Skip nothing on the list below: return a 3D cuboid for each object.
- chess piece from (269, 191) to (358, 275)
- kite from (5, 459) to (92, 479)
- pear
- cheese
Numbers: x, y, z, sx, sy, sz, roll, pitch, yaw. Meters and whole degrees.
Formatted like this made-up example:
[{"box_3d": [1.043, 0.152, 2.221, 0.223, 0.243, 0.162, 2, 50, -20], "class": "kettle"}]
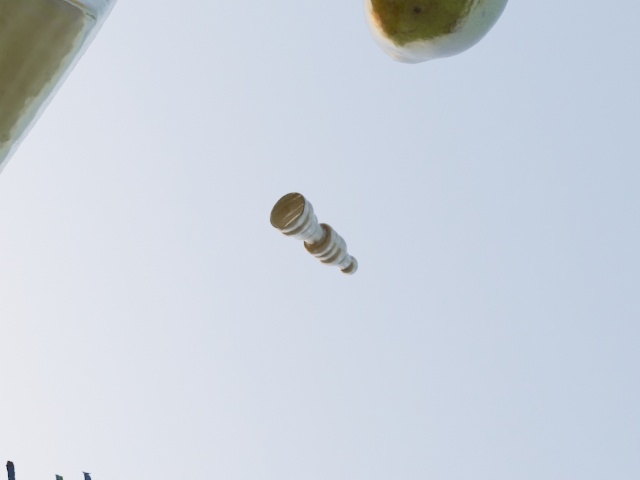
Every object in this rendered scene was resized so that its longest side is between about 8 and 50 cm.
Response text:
[{"box_3d": [0.000, 0.000, 1.006, 0.035, 0.092, 0.035, -23, -134, 26], "class": "chess piece"}, {"box_3d": [-0.247, 0.337, 1.247, 0.015, 0.152, 0.285, -53, -137, 33], "class": "kite"}, {"box_3d": [0.085, -0.186, 0.924, 0.107, 0.107, 0.131, 55, -38, 14], "class": "pear"}, {"box_3d": [-0.277, -0.130, 1.017, 0.124, 0.242, 0.265, 33, -71, -18], "class": "cheese"}]
